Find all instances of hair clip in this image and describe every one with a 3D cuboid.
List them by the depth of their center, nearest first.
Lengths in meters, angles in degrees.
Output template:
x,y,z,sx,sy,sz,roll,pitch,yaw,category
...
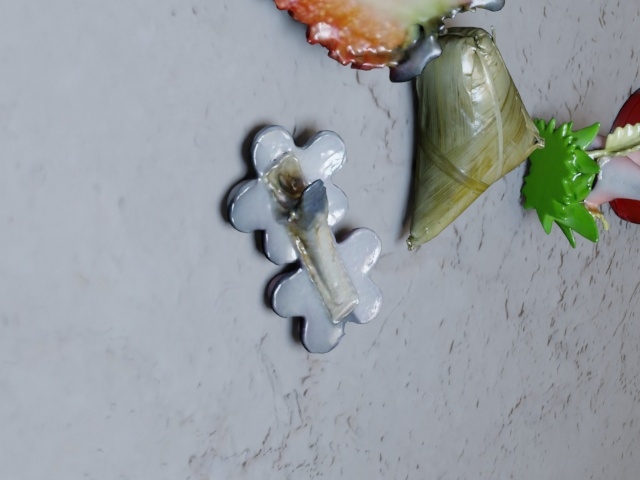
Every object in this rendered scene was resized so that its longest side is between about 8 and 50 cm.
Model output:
x,y,z,sx,sy,sz,roll,pitch,yaw,category
-0.005,-0.002,1.365,0.146,0.075,0.257,-44,136,-26,hair clip

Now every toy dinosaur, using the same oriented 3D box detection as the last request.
x,y,z,sx,sy,sz,roll,pitch,yaw,category
0.335,-0.068,1.639,0.177,0.194,0.152,-2,95,-24,toy dinosaur

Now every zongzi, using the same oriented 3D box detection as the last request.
x,y,z,sx,sy,sz,roll,pitch,yaw,category
0.131,-0.109,1.457,0.197,0.099,0.194,-45,130,-19,zongzi

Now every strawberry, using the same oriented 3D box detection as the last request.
x,y,z,sx,sy,sz,roll,pitch,yaw,category
0.034,-0.300,1.246,0.233,0.137,0.306,-38,127,24,strawberry

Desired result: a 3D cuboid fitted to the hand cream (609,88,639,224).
x,y,z,sx,sy,sz,roll,pitch,yaw,category
0.467,-0.102,1.783,0.193,0.125,0.193,-18,117,-41,hand cream
